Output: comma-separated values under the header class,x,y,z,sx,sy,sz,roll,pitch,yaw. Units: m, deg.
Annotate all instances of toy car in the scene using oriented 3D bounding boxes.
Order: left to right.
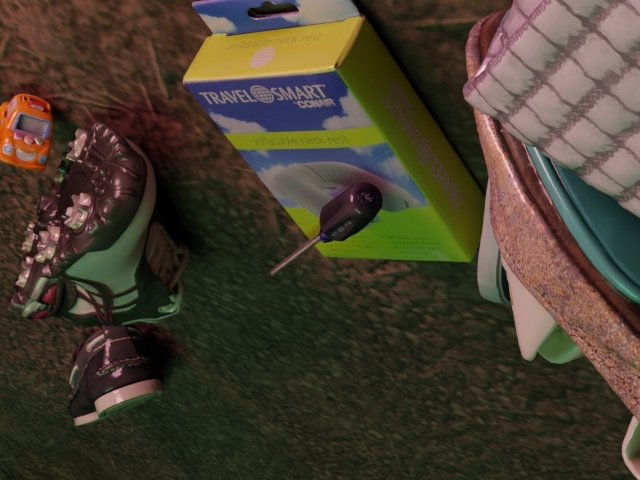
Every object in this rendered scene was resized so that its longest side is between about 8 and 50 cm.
class,x,y,z,sx,sy,sz,roll,pitch,yaw
toy car,-0.226,-0.093,0.768,0.122,0.060,0.040,27,121,-14

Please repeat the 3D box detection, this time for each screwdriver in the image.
class,x,y,z,sx,sy,sz,roll,pitch,yaw
screwdriver,0.000,0.000,0.679,0.025,0.024,0.170,1,165,-15

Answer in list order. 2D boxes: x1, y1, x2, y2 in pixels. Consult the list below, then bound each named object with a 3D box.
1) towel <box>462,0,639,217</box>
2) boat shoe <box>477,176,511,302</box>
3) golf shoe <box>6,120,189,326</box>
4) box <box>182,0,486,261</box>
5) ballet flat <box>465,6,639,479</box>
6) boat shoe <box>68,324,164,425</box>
class,x,y,z,sx,sy,sz,roll,pitch,yaw
towel,0.198,-0.078,0.336,0.235,0.121,0.283,36,152,2
boat shoe,0.110,-0.008,0.624,0.040,0.049,0.142,18,149,17
golf shoe,-0.139,-0.002,0.823,0.120,0.105,0.273,18,161,-16
box,0.008,-0.057,0.637,0.109,0.042,0.178,1,143,39
ballet flat,0.141,0.045,0.483,0.316,0.107,0.106,58,143,21
boat shoe,-0.200,0.128,1.119,0.079,0.084,0.233,67,159,7
